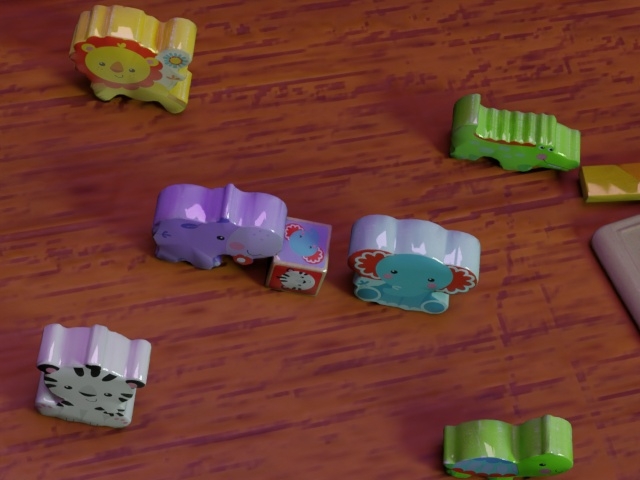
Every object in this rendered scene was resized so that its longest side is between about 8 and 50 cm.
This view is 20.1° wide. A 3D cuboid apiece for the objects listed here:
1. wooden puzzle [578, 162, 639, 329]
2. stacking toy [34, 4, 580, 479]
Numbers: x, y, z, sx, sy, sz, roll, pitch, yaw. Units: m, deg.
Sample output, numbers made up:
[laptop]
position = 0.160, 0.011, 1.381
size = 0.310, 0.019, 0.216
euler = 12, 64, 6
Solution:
[wooden puzzle]
position = 0.160, 0.013, 0.767
size = 0.079, 0.014, 0.116
euler = -13, 63, -14
[stacking toy]
position = 0.000, 0.000, 0.715
size = 0.221, 0.052, 0.167
euler = 10, 59, -8
